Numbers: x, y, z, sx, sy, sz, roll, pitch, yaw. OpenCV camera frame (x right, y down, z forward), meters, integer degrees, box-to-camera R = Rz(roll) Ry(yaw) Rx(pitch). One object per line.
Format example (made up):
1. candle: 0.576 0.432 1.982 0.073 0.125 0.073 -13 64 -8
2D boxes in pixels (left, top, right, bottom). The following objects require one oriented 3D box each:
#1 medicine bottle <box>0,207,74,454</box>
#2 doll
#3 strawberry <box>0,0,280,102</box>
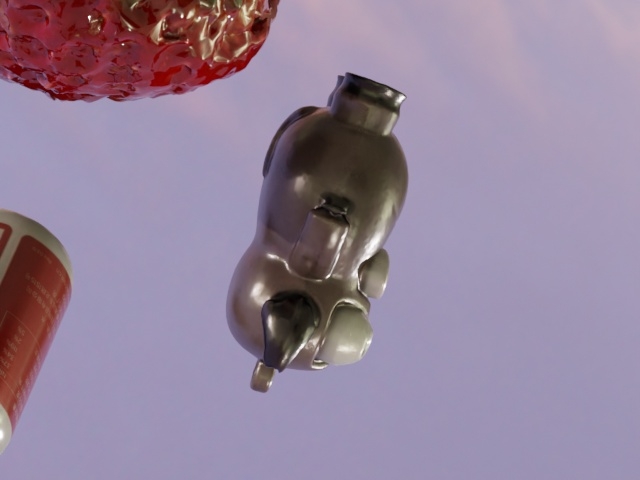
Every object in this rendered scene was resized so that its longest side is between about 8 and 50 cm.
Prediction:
1. medicine bottle: -0.296 0.097 1.505 0.131 0.131 0.250 33 -134 -17
2. doll: -0.002 -0.002 1.438 0.117 0.257 0.182 14 -179 -2
3. strawberry: -0.162 -0.240 1.308 0.291 0.292 0.310 24 175 -30
